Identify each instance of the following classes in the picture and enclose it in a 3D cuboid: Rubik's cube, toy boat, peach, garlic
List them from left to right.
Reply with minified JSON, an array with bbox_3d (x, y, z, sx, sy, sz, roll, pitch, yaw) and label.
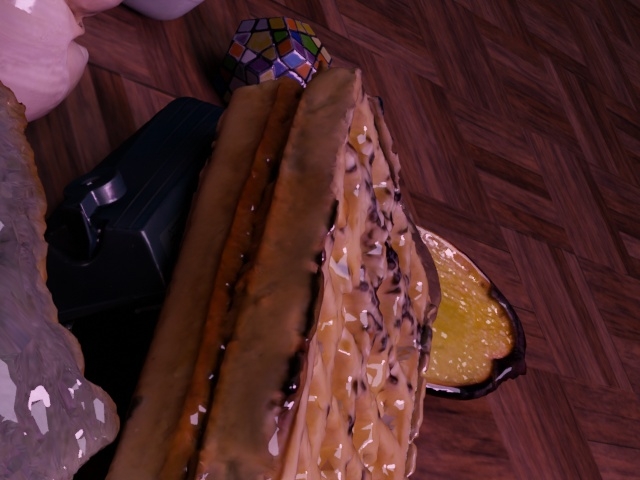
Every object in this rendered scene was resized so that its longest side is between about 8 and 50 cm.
[{"bbox_3d":[-0.208,-0.228,1.038,0.203,0.184,0.281,25,41,-42],"label":"garlic"},{"bbox_3d":[-0.112,-0.023,1.060,0.296,0.114,0.122,-59,134,-61],"label":"toy boat"},{"bbox_3d":[-0.044,-0.156,1.333,0.093,0.111,0.111,-33,90,-35],"label":"Rubik's cube"},{"bbox_3d":[0.059,0.060,1.303,0.279,0.068,0.189,31,37,-10],"label":"peach"}]

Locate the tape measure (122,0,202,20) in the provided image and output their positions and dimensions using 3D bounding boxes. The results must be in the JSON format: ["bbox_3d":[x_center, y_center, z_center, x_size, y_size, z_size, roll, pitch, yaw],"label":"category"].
[{"bbox_3d":[-0.177,-0.334,1.269,0.246,0.125,0.243,27,40,-44],"label":"tape measure"}]

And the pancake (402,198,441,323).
[{"bbox_3d":[0.000,-0.001,1.237,0.250,0.031,0.250,22,45,-23],"label":"pancake"}]

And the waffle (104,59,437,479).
[{"bbox_3d":[-0.010,0.094,0.966,0.376,0.114,0.261,-77,153,-44],"label":"waffle"}]

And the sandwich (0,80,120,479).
[{"bbox_3d":[-0.243,0.046,0.749,0.262,0.131,0.325,13,51,-55],"label":"sandwich"}]
